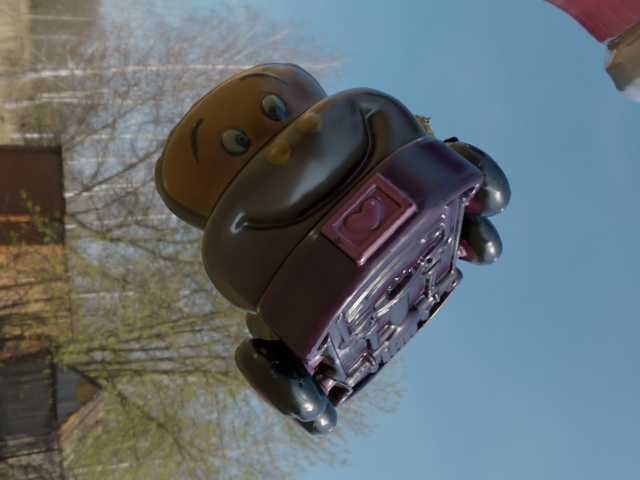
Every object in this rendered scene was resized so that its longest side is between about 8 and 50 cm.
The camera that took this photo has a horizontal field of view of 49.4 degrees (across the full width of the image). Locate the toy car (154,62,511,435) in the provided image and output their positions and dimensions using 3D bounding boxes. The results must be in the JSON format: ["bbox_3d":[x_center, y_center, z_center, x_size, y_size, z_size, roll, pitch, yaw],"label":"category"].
[{"bbox_3d":[0.000,0.000,0.635,0.240,0.271,0.340,41,-13,21],"label":"toy car"}]

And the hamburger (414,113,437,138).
[{"bbox_3d":[0.056,-0.056,0.996,0.294,0.179,0.276,-35,-162,40],"label":"hamburger"}]

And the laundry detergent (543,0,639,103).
[{"bbox_3d":[0.051,-0.191,0.289,0.088,0.335,0.159,-46,-176,23],"label":"laundry detergent"}]
